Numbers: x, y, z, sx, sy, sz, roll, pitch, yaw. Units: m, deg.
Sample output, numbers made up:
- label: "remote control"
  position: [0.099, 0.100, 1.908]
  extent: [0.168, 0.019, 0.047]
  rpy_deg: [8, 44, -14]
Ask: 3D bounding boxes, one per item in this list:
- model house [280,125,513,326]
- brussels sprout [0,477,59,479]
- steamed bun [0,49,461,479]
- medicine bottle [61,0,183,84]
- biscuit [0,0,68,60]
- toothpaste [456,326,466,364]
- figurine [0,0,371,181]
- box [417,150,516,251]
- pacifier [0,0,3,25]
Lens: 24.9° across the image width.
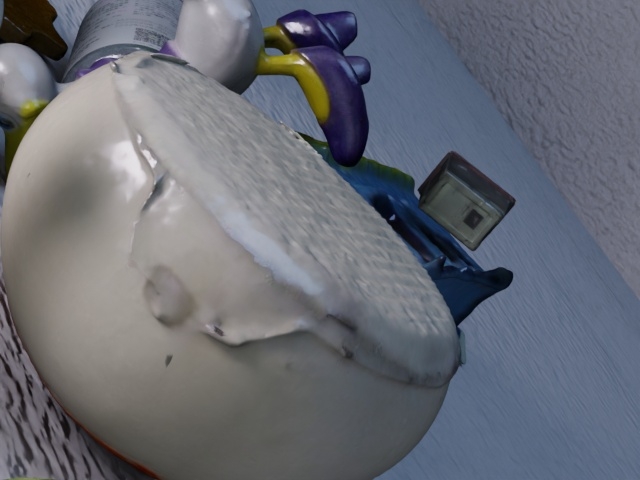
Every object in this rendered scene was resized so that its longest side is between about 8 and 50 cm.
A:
- label: "model house"
  position: [0.000, 0.000, 1.481]
  extent: [0.303, 0.215, 0.237]
  rpy_deg: [49, 17, 25]
- label: "brussels sprout"
  position: [-0.090, 0.256, 0.585]
  extent: [0.344, 0.268, 0.344]
  rpy_deg: [50, 14, -18]
- label: "steamed bun"
  position: [-0.083, 0.048, 1.098]
  extent: [0.374, 0.241, 0.374]
  rpy_deg: [38, 17, -14]
- label: "medicine bottle"
  position: [-0.191, -0.181, 1.515]
  extent: [0.141, 0.141, 0.293]
  rpy_deg: [41, 19, -20]
- label: "biscuit"
  position: [-0.349, -0.267, 1.513]
  extent: [0.215, 0.034, 0.182]
  rpy_deg: [46, 18, -10]
- label: "toothpaste"
  position: [0.124, 0.092, 1.848]
  extent: [0.197, 0.035, 0.057]
  rpy_deg: [38, 35, -32]
- label: "figurine"
  position: [-0.155, -0.138, 1.274]
  extent: [0.154, 0.421, 0.193]
  rpy_deg: [-121, -160, -56]
- label: "box"
  position: [0.139, -0.036, 1.418]
  extent: [0.085, 0.060, 0.063]
  rpy_deg: [40, 23, -1]
- label: "pacifier"
  position: [-0.335, -0.098, 0.887]
  extent: [0.220, 0.273, 0.332]
  rpy_deg: [31, 17, 2]
